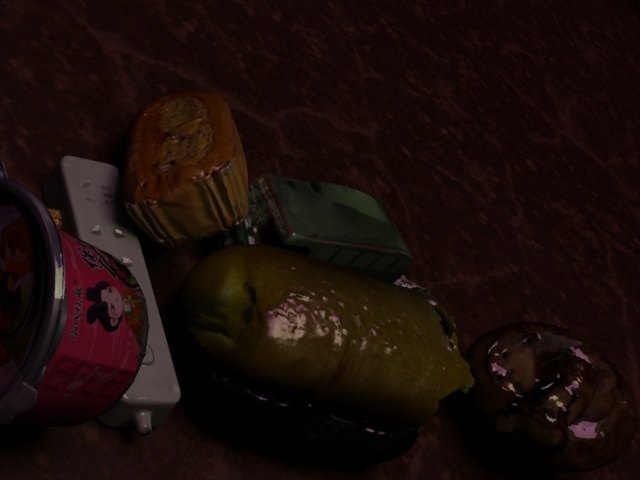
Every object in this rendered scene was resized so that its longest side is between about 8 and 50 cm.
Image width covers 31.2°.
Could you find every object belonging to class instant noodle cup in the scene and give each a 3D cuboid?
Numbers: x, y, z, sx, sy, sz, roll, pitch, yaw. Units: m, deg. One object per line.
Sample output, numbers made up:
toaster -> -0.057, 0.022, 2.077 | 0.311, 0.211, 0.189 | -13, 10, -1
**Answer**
instant noodle cup -> -0.291, 0.084, 1.142 | 0.181, 0.258, 0.302 | 25, 69, -53

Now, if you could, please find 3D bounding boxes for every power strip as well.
power strip -> -0.248, 0.061, 1.359 | 0.091, 0.062, 0.385 | 10, 45, -39

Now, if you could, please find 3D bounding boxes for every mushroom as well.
mushroom -> 0.329, 0.236, 1.691 | 0.263, 0.195, 0.283 | 45, 15, 15

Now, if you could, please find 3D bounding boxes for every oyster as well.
oyster -> 0.147, 0.077, 1.811 | 0.100, 0.037, 0.098 | -4, 57, -51

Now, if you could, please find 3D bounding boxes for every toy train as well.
toy train -> 0.000, 0.000, 1.623 | 0.326, 0.159, 0.129 | 9, 49, -45

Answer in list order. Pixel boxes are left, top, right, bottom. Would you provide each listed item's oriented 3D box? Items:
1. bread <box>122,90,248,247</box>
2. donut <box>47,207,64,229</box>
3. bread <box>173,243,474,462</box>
bread -> -0.176, -0.099, 1.498 | 0.288, 0.152, 0.119 | -102, 172, -62
donut -> -0.320, -0.001, 1.348 | 0.038, 0.067, 0.083 | 7, 82, -22
bread -> -0.001, 0.134, 1.441 | 0.376, 0.208, 0.251 | 18, 36, -31
